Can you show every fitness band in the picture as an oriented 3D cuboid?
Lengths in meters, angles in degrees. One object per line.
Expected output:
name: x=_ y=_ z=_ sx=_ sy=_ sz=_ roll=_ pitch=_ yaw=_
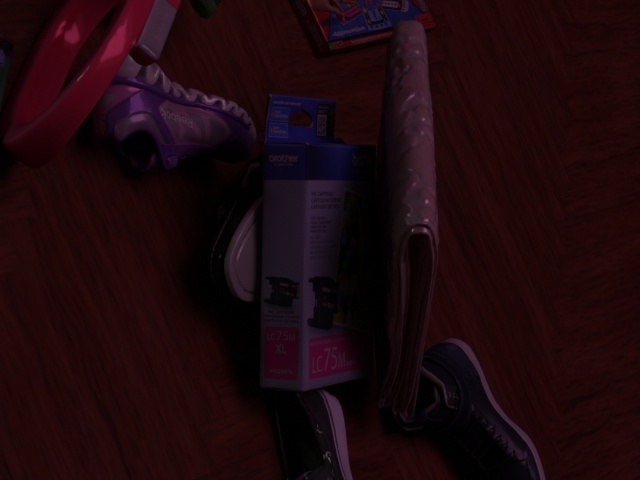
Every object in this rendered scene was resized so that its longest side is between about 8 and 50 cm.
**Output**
fitness band: x=-0.226 y=-0.192 z=1.814 sx=0.054 sy=0.209 sz=0.291 roll=41 pitch=38 yaw=-24

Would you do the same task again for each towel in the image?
towel: x=0.088 y=-0.024 z=2.048 sx=0.053 sy=0.317 sz=0.332 roll=2 pitch=46 yaw=-3

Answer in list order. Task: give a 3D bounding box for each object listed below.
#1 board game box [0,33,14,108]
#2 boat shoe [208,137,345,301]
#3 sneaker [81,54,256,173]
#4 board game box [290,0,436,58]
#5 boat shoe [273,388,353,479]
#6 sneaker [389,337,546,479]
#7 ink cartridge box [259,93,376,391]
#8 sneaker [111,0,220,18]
board game box: x=-0.396 y=-0.113 z=1.683 sx=0.213 sy=0.046 sz=0.317 roll=34 pitch=43 yaw=-34
boat shoe: x=-0.061 y=-0.024 z=2.028 sx=0.302 sy=0.091 sz=0.114 roll=-45 pitch=132 yaw=-56
sneaker: x=-0.164 y=-0.114 z=1.958 sx=0.236 sy=0.095 sz=0.105 roll=23 pitch=63 yaw=-47
board game box: x=0.048 y=-0.325 z=2.431 sx=0.281 sy=0.027 sz=0.145 roll=-22 pitch=84 yaw=-56
boat shoe: x=-0.006 y=0.254 z=1.917 sx=0.076 sy=0.080 sz=0.228 roll=18 pitch=53 yaw=-39
sneaker: x=0.166 y=0.226 z=2.139 sx=0.226 sy=0.086 sz=0.163 roll=58 pitch=22 yaw=10
ink cartridge box: x=0.000 y=0.000 z=1.982 sx=0.186 sy=0.065 sz=0.311 roll=-3 pitch=92 yaw=-65
sneaker: x=-0.220 y=-0.301 z=1.978 sx=0.295 sy=0.123 sz=0.109 roll=11 pitch=23 yaw=-28
